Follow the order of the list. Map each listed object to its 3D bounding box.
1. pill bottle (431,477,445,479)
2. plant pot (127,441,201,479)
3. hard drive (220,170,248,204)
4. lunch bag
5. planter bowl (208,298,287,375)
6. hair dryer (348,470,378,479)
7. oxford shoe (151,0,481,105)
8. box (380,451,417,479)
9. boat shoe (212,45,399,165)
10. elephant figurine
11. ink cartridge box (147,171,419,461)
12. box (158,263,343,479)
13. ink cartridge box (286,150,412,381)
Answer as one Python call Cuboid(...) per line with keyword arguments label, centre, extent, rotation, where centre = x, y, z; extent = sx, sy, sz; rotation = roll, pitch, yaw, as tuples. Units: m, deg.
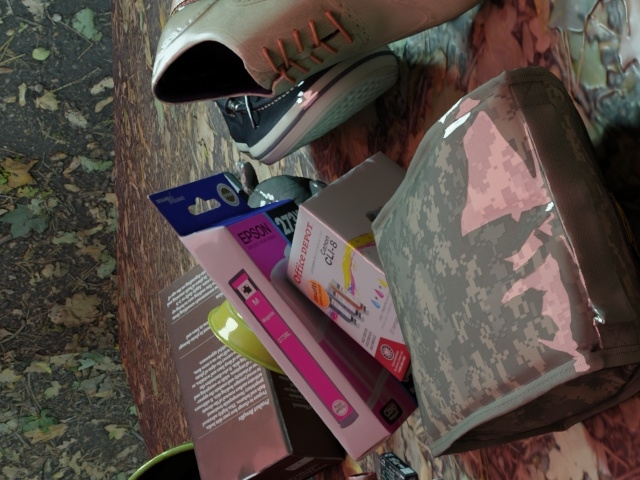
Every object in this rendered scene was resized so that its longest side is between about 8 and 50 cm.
Cuboid(label="pill bottle", centre=(0.146, 0.319, 1.223), extent=(0.043, 0.043, 0.083), rotation=(103, 153, -46))
Cuboid(label="plant pot", centre=(-0.205, 0.514, 1.942), extent=(0.353, 0.366, 0.366), rotation=(-171, 73, -83))
Cuboid(label="hard drive", centre=(-0.164, -0.070, 2.027), extent=(0.135, 0.022, 0.094), rotation=(-138, 44, -63))
Cuboid(label="lunch bag", centre=(0.165, 0.025, 0.855), extent=(0.287, 0.169, 0.235), rotation=(115, 143, -66))
Cuboid(label="planter bowl", centre=(-0.041, 0.104, 1.489), extent=(0.090, 0.217, 0.217), rotation=(-69, 28, 17))
Cuboid(label="hair dryer", centre=(0.059, 0.435, 1.450), extent=(0.223, 0.080, 0.293), rotation=(-123, 27, -52))
Cuboid(label="oxford shoe", centre=(-0.002, -0.208, 1.051), extent=(0.397, 0.140, 0.146), rotation=(-10, 48, 37))
Cuboid(label="box", centre=(0.103, 0.324, 1.392), extent=(0.083, 0.018, 0.067), rotation=(-158, 62, -69))
Cuboid(label="boat shoe", centre=(-0.046, -0.201, 1.346), extent=(0.156, 0.187, 0.500), rotation=(59, 169, -11))
Cuboid(label="elephant figurine", centre=(0.000, 0.000, 1.355), extent=(0.239, 0.186, 0.169), rotation=(-138, 49, -70))
Cuboid(label="ink cartridge box", centre=(-0.025, 0.062, 1.202), extent=(0.371, 0.176, 0.069), rotation=(49, 116, 7))
Cuboid(label="box", centre=(-0.118, 0.212, 1.711), extent=(0.191, 0.143, 0.381), rotation=(-34, 56, 29))
Cuboid(label="ink cartridge box", centre=(0.072, 0.024, 1.094), extent=(0.176, 0.127, 0.128), rotation=(40, 144, 22))
